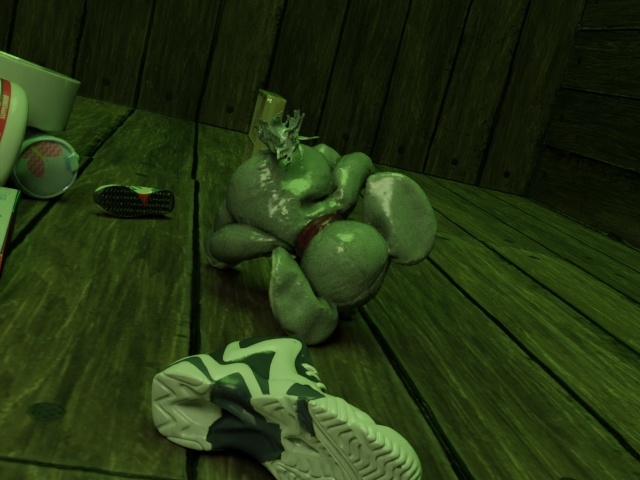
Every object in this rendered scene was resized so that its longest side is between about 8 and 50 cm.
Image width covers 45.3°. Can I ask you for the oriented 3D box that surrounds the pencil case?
[{"bbox_3d":[-0.539,-0.162,1.395,0.124,0.113,0.273,-5,22,-36],"label":"pencil case"}]

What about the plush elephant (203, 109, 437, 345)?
[{"bbox_3d":[0.000,0.000,1.037,0.272,0.255,0.330,-28,-15,-12],"label":"plush elephant"}]

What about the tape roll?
[{"bbox_3d":[-0.575,-0.284,1.342,0.286,0.100,0.286,21,6,-3],"label":"tape roll"}]

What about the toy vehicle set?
[{"bbox_3d":[-0.121,-0.140,1.411,0.035,0.266,0.166,13,11,-12],"label":"toy vehicle set"}]

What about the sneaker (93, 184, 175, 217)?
[{"bbox_3d":[-0.345,-0.070,1.374,0.075,0.057,0.161,3,3,42],"label":"sneaker"}]

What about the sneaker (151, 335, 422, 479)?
[{"bbox_3d":[-0.011,0.142,0.669,0.235,0.094,0.153,8,18,22],"label":"sneaker"}]

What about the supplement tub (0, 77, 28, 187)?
[{"bbox_3d":[-0.578,-0.176,1.089,0.272,0.191,0.191,18,8,-34],"label":"supplement tub"}]

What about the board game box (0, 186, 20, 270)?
[{"bbox_3d":[-0.497,-0.018,0.912,0.242,0.064,0.316,10,13,-20],"label":"board game box"}]
